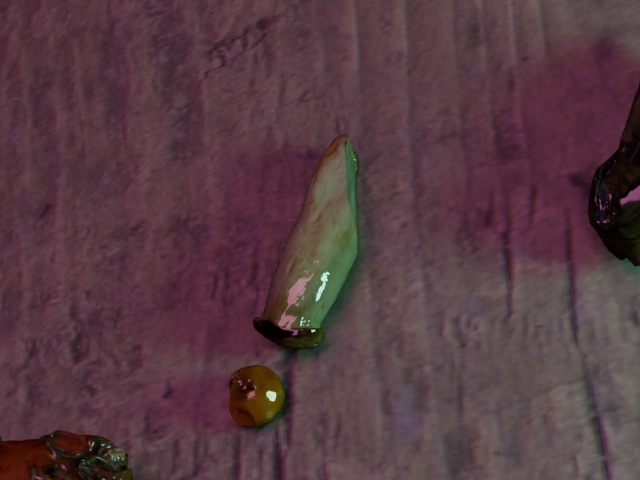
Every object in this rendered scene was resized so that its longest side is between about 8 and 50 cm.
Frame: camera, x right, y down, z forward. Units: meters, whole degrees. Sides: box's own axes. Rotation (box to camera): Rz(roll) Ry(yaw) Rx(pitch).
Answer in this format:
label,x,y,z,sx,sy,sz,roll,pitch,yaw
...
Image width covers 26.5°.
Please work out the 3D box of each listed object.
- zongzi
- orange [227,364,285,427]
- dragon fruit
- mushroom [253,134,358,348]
label,x,y,z,sx,sy,sz,roll,pitch,yaw
zongzi,0.425,-0.138,1.770,0.286,0.138,0.300,-42,39,3
orange,-0.087,0.203,1.797,0.086,0.062,0.086,-9,57,14
dragon fruit,-0.379,0.379,1.712,0.250,0.250,0.315,15,52,29
mushroom,0.003,0.001,1.875,0.107,0.087,0.333,8,61,28
